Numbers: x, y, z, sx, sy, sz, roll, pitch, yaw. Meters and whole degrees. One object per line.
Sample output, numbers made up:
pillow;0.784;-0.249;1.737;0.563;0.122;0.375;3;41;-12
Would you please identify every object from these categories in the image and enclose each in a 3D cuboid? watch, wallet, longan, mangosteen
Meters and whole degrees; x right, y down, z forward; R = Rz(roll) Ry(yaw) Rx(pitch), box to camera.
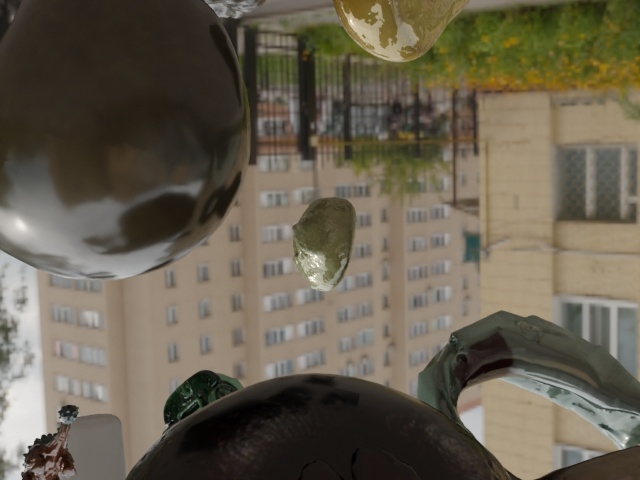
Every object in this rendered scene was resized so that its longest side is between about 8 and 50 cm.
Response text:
watch;0.223;0.190;0.954;0.253;0.162;0.241;-5;-128;-26
wallet;-0.317;0.340;1.327;0.095;0.190;0.033;-7;169;-8
longan;-0.170;-0.083;0.733;0.245;0.246;0.215;0;158;11
mangosteen;-0.005;0.258;0.643;0.306;0.347;0.307;7;-131;-8

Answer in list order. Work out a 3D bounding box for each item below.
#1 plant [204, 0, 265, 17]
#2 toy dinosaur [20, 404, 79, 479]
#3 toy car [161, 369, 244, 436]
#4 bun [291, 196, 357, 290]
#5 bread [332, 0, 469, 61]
plant;-0.140;-0.356;0.919;0.198;0.276;0.188;-3;-168;0
toy dinosaur;-0.281;0.227;0.980;0.049;0.154;0.055;16;-149;-27
toy car;-0.112;0.333;1.364;0.136;0.306;0.125;-42;158;29
bun;0.000;0.000;0.839;0.054;0.086;0.086;12;-174;-3
bread;0.076;-0.261;0.907;0.098;0.147;0.217;2;-152;26
